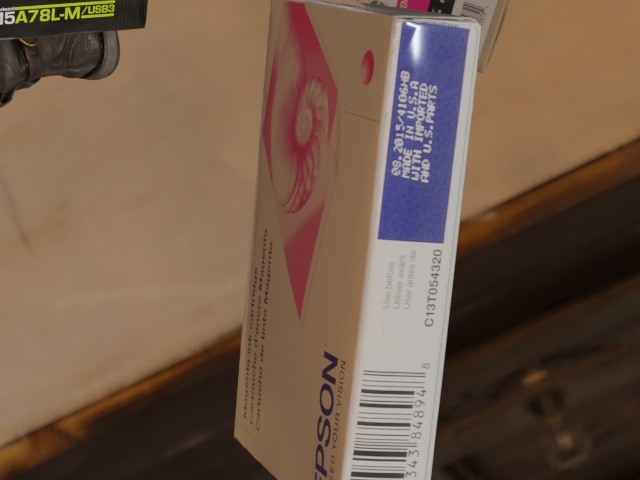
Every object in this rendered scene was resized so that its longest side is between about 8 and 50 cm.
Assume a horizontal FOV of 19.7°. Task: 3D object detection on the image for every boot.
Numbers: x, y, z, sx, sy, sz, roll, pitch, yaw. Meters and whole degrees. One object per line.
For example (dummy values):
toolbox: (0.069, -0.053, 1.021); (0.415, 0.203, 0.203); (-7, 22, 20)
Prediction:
boot: (-0.323, -0.264, 1.908); (0.229, 0.091, 0.263); (-15, 78, -59)

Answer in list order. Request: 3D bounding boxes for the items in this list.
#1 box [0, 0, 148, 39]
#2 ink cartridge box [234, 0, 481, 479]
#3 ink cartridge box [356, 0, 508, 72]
box: (-0.257, -0.201, 1.416); (0.190, 0.184, 0.045); (33, -58, 47)
ink cartridge box: (0.000, 0.000, 1.250); (0.330, 0.071, 0.324); (-155, -111, -68)
ink cartridge box: (0.153, -0.341, 2.350); (0.235, 0.193, 0.088); (102, 8, -56)
